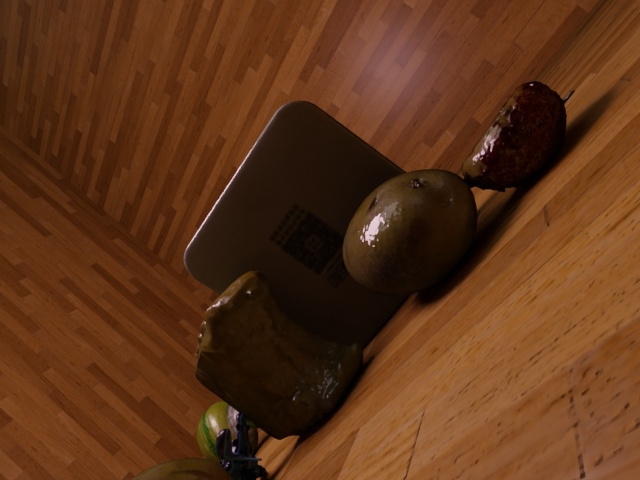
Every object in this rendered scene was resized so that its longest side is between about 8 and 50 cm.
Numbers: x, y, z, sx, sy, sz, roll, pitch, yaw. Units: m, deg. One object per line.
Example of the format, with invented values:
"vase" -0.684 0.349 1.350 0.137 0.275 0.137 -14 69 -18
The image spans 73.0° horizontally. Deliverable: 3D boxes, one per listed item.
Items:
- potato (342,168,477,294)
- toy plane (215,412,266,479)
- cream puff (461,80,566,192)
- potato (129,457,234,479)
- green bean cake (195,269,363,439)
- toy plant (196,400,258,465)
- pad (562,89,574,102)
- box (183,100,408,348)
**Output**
"potato" 0.110 -0.002 0.609 0.174 0.159 0.251 -26 -13 -22
"toy plane" -0.130 0.375 0.702 0.246 0.078 0.169 98 175 -64
"cream puff" 0.243 -0.119 0.538 0.149 0.084 0.149 -51 -10 -13
"potato" -0.146 0.279 0.313 0.197 0.149 0.228 -65 -8 3
"green bean cake" -0.078 0.191 0.688 0.124 0.236 0.233 -49 -8 -45
"toy plant" -0.185 0.480 1.219 0.316 0.184 0.224 -42 -24 5
"pad" 0.375 -0.178 0.787 0.193 0.004 0.116 -53 -7 6
"box" 0.000 0.000 0.766 0.367 0.373 0.090 -52 9 15
